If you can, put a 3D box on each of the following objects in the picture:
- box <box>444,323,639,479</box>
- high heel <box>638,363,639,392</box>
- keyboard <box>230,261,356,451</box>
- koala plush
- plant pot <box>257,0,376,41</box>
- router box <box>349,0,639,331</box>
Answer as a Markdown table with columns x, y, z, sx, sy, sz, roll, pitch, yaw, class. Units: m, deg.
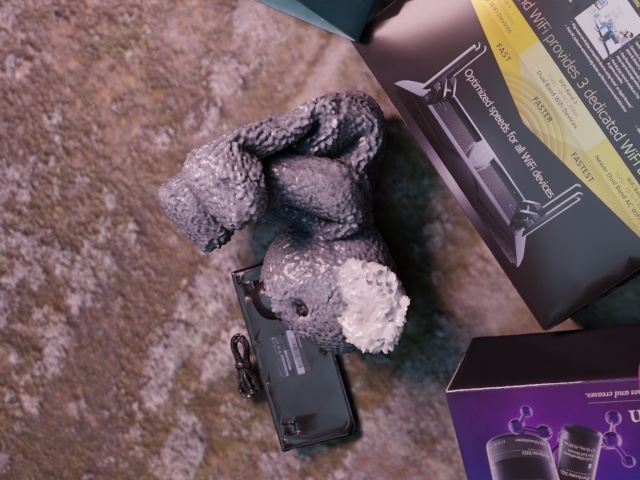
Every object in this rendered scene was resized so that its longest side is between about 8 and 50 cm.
| x | y | z | sx | sy | sz | roll | pitch | yaw | class |
| --- | --- | --- | --- | --- | --- | --- | --- | --- | --- |
| 0.255 | 0.171 | 1.166 | 0.261 | 0.103 | 0.184 | -7 | 113 | 25 | box |
| 0.248 | 0.194 | 1.073 | 0.117 | 0.082 | 0.244 | -17 | 119 | 16 | high heel |
| -0.036 | 0.109 | 1.357 | 0.108 | 0.023 | 0.180 | -16 | 88 | 18 | keyboard |
| 0.000 | 0.000 | 1.242 | 0.203 | 0.196 | 0.221 | -25 | 88 | -16 | koala plush |
| -0.012 | -0.323 | 1.201 | 0.165 | 0.165 | 0.234 | 30 | 92 | 43 | plant pot |
| 0.207 | -0.119 | 1.188 | 0.243 | 0.081 | 0.309 | -36 | 81 | 24 | router box |
